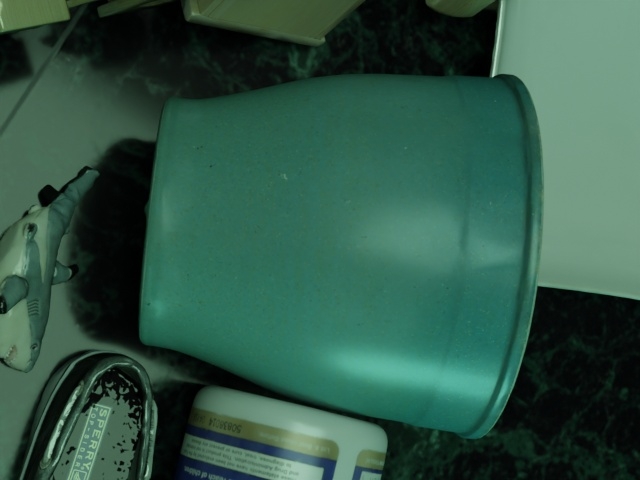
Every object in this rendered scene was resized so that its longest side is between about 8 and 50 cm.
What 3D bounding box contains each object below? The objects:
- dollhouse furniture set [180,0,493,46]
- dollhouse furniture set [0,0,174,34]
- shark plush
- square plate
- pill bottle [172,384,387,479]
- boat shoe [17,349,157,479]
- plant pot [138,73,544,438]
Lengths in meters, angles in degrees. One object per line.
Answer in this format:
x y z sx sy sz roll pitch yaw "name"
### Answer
0.010 -0.341 0.920 0.286 0.198 0.303 3 66 -40 "dollhouse furniture set"
-0.174 -0.250 0.786 0.161 0.101 0.182 -21 102 -37 "dollhouse furniture set"
-0.216 0.016 0.856 0.067 0.073 0.161 39 51 -35 "shark plush"
0.291 -0.115 1.039 0.347 0.049 0.344 10 88 -23 "square plate"
-0.050 0.251 0.832 0.153 0.153 0.265 17 80 -20 "pill bottle"
-0.179 0.231 0.808 0.113 0.105 0.306 22 78 -19 "boat shoe"
0.000 0.000 0.829 0.255 0.271 0.272 6 83 -6 "plant pot"
